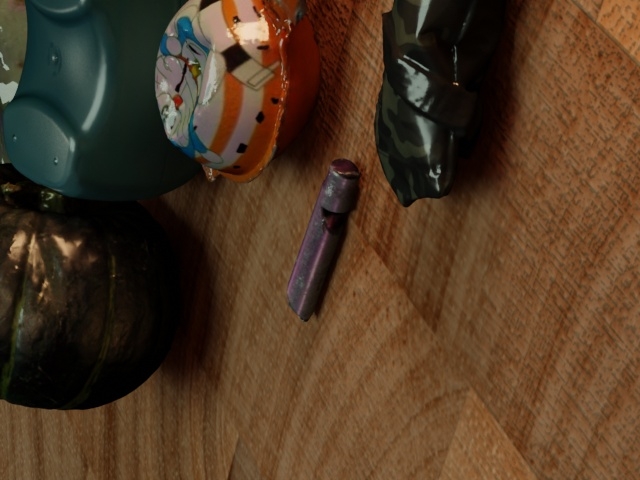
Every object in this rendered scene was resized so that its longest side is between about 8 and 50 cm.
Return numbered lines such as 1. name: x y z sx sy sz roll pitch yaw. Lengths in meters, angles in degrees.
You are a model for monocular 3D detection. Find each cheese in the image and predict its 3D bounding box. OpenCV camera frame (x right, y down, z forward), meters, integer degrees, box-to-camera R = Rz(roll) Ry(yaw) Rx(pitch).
1. cheese: -0.062 -0.186 1.717 0.329 0.129 0.217 -60 42 46

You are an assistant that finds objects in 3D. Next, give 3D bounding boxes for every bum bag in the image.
1. bum bag: 0.095 -0.178 1.450 0.144 0.095 0.341 -114 32 -63

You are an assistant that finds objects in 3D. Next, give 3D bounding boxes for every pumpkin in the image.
1. pumpkin: -0.306 0.052 2.020 0.323 0.323 0.241 40 116 55

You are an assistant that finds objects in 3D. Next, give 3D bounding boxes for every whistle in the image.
1. whistle: 0.000 0.000 1.719 0.033 0.033 0.176 60 143 42

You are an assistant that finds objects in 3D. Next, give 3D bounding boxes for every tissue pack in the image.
1. tissue pack: -0.200 -0.191 1.925 0.198 0.206 0.288 26 117 50

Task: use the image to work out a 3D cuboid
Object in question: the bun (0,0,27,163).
1. bun: -0.341 -0.173 2.237 0.273 0.168 0.273 32 127 54
